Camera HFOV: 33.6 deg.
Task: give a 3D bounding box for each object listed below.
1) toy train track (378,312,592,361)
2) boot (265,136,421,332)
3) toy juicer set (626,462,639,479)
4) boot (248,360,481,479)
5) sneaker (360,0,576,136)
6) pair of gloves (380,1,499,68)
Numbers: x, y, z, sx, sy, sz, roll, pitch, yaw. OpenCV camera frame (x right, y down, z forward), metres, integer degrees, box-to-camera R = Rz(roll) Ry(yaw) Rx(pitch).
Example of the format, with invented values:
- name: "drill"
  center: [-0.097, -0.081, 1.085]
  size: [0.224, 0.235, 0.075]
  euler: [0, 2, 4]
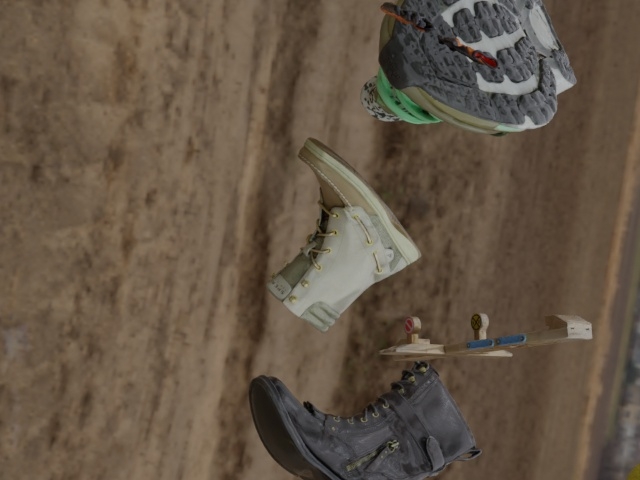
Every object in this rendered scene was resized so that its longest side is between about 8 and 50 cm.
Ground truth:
- name: "toy train track"
  center: [0.051, 0.028, 0.333]
  size: [0.048, 0.083, 0.014]
  euler: [6, 78, -32]
- name: "boot"
  center: [0.000, 0.000, 1.198]
  size: [0.165, 0.077, 0.213]
  euler: [-40, 127, 2]
- name: "toy juicer set"
  center: [0.422, 0.129, 0.994]
  size: [0.209, 0.089, 0.329]
  euler: [8, 104, -34]
- name: "boot"
  center: [0.058, 0.223, 1.328]
  size: [0.229, 0.263, 0.091]
  euler: [-38, -176, -29]
- name: "sneaker"
  center: [0.114, -0.145, 0.978]
  size: [0.158, 0.182, 0.410]
  euler: [64, 25, 1]
- name: "pair of gloves"
  center: [0.079, -0.141, 0.719]
  size: [0.010, 0.083, 0.074]
  euler: [-62, -165, 11]
